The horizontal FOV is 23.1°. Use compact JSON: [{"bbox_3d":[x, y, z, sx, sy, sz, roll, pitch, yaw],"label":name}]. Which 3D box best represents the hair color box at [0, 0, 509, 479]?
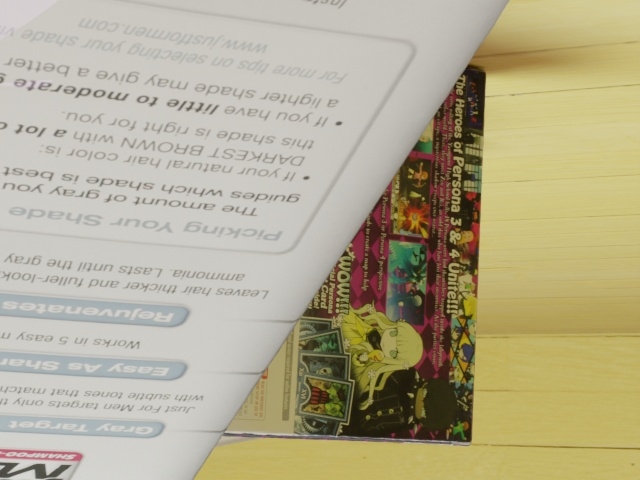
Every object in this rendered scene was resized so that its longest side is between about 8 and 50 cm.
[{"bbox_3d":[-0.088,-0.036,0.543,0.185,0.113,0.374,5,143,-22],"label":"hair color box"}]

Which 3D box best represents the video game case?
[{"bbox_3d":[0.000,0.000,0.906,0.210,0.232,0.042,6,173,-31],"label":"video game case"}]

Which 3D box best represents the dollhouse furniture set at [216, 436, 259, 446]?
[{"bbox_3d":[-0.117,0.075,1.194,0.286,0.198,0.303,-4,165,-45],"label":"dollhouse furniture set"}]
